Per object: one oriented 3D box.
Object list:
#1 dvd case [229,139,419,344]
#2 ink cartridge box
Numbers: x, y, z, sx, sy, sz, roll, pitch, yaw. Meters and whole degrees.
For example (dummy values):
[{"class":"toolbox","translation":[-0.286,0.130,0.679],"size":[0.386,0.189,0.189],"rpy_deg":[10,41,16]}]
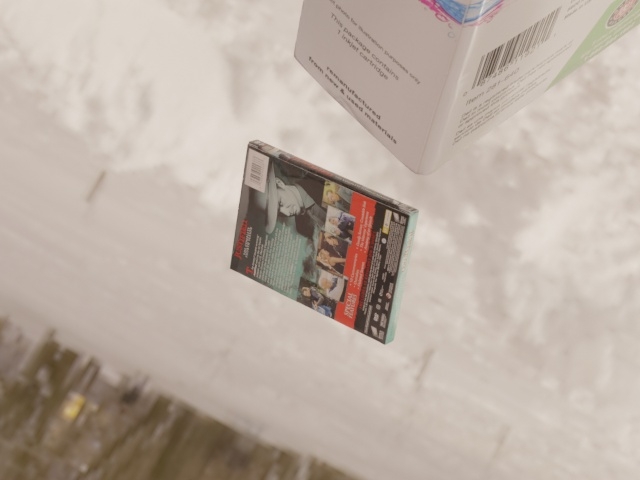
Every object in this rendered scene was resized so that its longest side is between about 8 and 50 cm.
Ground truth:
[{"class":"dvd case","translation":[0.000,0.000,0.985],"size":[0.119,0.087,0.013],"rpy_deg":[24,-151,29]},{"class":"ink cartridge box","translation":[0.108,-0.193,0.867],"size":[0.117,0.201,0.278],"rpy_deg":[45,153,19]}]
